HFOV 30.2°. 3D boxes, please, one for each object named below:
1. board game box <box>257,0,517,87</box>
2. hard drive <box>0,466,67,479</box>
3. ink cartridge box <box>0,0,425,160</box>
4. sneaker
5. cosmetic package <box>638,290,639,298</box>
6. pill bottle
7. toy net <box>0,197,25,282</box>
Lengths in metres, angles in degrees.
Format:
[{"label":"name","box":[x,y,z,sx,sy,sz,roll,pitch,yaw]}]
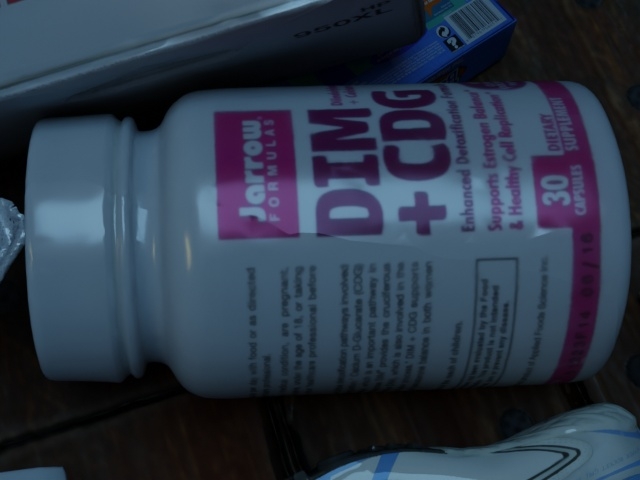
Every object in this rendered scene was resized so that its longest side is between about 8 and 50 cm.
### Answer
[{"label":"board game box","box":[-0.006,-0.160,0.751,0.160,0.047,0.210,-34,72,-17]},{"label":"hard drive","box":[-0.197,0.279,0.487,0.233,0.047,0.353,-4,59,-23]},{"label":"ink cartridge box","box":[-0.129,-0.266,0.632,0.285,0.166,0.395,-15,86,7]},{"label":"sneaker","box":[0.057,0.142,0.597,0.237,0.085,0.086,-10,73,-5]},{"label":"cosmetic package","box":[0.336,0.112,0.569,0.155,0.197,0.366,-25,68,-13]},{"label":"pill bottle","box":[0.000,0.000,0.614,0.283,0.160,0.160,-2,65,-5]},{"label":"toy net","box":[-0.242,0.054,0.583,0.232,0.045,0.122,-29,61,16]}]
